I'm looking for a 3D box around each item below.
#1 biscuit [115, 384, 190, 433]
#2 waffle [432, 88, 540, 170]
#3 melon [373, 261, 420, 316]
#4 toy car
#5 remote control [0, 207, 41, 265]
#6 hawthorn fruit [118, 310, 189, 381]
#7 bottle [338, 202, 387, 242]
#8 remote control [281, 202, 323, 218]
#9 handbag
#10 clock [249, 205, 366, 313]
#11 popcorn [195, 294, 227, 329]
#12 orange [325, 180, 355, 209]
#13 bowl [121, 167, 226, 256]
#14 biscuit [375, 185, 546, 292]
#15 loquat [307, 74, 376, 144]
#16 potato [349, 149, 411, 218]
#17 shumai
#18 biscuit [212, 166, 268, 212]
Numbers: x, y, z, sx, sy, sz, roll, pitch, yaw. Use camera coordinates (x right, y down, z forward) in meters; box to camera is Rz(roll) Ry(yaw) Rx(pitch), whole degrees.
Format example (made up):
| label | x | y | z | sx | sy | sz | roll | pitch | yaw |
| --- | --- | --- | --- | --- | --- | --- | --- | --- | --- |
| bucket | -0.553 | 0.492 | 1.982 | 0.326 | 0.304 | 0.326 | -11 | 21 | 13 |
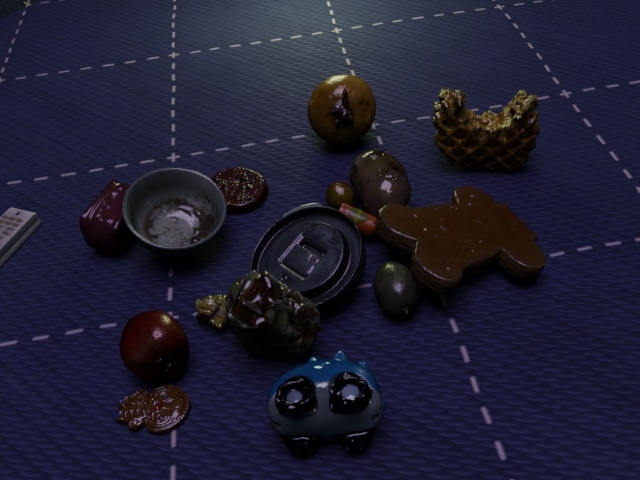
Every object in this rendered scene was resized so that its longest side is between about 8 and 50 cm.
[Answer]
| label | x | y | z | sx | sy | sz | roll | pitch | yaw |
| --- | --- | --- | --- | --- | --- | --- | --- | --- | --- |
| biscuit | -0.394 | 0.395 | 1.502 | 0.175 | 0.026 | 0.124 | -3 | 45 | 3 |
| waffle | 0.504 | -0.347 | 1.969 | 0.324 | 0.261 | 0.151 | 7 | 39 | 9 |
| melon | 0.197 | 0.127 | 1.641 | 0.114 | 0.114 | 0.167 | -13 | 43 | -7 |
| toy car | 0.011 | 0.342 | 1.403 | 0.255 | 0.189 | 0.190 | -8 | 37 | 3 |
| remote control | -0.971 | 0.013 | 1.915 | 0.102 | 0.056 | 0.277 | 12 | 48 | 18 |
| hawthorn fruit | -0.406 | 0.245 | 1.559 | 0.169 | 0.169 | 0.188 | -24 | 45 | -17 |
| bottle | 0.134 | -0.043 | 1.829 | 0.187 | 0.069 | 0.069 | 24 | 50 | 1 |
| remote control | 0.000 | 0.000 | 1.826 | 0.140 | 0.056 | 0.296 | -20 | 48 | -15 |
| handbag | -0.600 | -0.071 | 1.897 | 0.135 | 0.146 | 0.225 | 13 | 50 | 13 |
| clock | -0.034 | 0.056 | 1.707 | 0.318 | 0.066 | 0.319 | -11 | 53 | 16 |
| popcorn | -0.269 | 0.181 | 1.663 | 0.109 | 0.089 | 0.097 | -5 | 9 | -11 |
| orange | 0.062 | -0.134 | 1.932 | 0.085 | 0.085 | 0.095 | -28 | 61 | -20 |
| bowl | -0.420 | -0.057 | 1.843 | 0.289 | 0.146 | 0.289 | 7 | 54 | -10 |
| biscuit | 0.383 | 0.004 | 1.727 | 0.394 | 0.076 | 0.368 | -14 | 46 | -25 |
| loquat | 0.070 | -0.432 | 2.119 | 0.243 | 0.244 | 0.244 | -3 | 46 | 3 |
| potato | 0.182 | -0.167 | 1.903 | 0.164 | 0.165 | 0.262 | -17 | 49 | -11 |
| shumai | -0.139 | 0.175 | 1.519 | 0.255 | 0.218 | 0.189 | 22 | 81 | 22 |
| biscuit | -0.259 | -0.161 | 2.018 | 0.192 | 0.049 | 0.192 | 0 | 51 | 0 |
